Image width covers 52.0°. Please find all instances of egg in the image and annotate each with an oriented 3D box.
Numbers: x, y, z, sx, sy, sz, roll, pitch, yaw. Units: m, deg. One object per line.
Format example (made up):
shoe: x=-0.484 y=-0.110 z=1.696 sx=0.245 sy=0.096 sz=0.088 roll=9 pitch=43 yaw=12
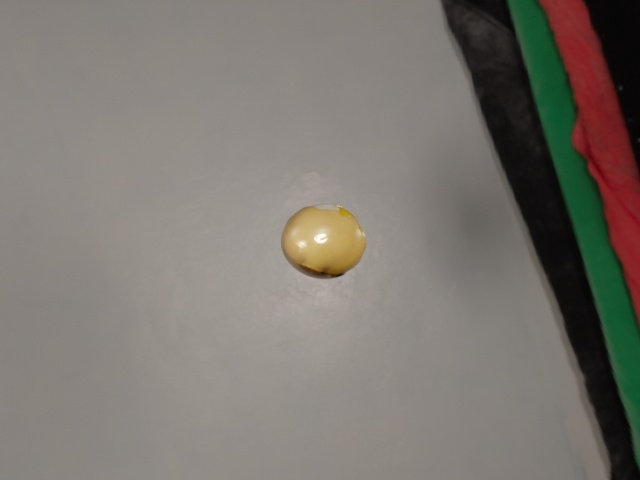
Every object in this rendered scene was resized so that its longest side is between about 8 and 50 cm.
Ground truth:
egg: x=0.000 y=0.000 z=0.605 sx=0.083 sy=0.071 sz=0.071 roll=7 pitch=61 yaw=-51
